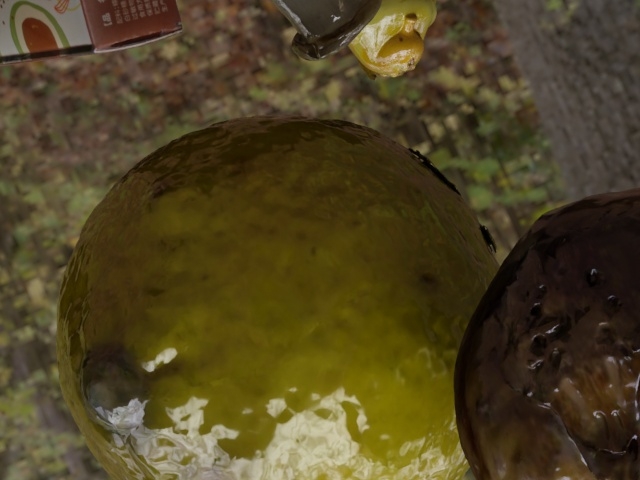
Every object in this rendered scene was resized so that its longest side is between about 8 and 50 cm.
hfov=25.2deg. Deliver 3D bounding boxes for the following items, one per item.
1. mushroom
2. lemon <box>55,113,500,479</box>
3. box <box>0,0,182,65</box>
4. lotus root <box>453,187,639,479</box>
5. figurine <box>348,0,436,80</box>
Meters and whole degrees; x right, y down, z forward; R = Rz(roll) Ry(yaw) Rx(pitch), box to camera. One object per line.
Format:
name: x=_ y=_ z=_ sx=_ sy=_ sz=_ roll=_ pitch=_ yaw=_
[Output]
mushroom: x=-0.048 y=-0.245 z=1.113 sx=0.096 sy=0.247 sz=0.108 roll=0 pitch=-123 yaw=52
lemon: x=-0.033 y=0.077 z=1.102 sx=0.350 sy=0.350 sz=0.387 roll=-28 pitch=177 yaw=34
box: x=-0.328 y=-0.397 z=1.608 sx=0.122 sy=0.385 sz=0.344 roll=-22 pitch=-165 yaw=-33
lotus root: x=0.188 y=0.090 z=0.877 sx=0.272 sy=0.272 sz=0.192 roll=-27 pitch=134 yaw=29
figurine: x=0.067 y=-0.313 z=1.720 sx=0.156 sy=0.246 sz=0.131 roll=-11 pitch=-165 yaw=-30
